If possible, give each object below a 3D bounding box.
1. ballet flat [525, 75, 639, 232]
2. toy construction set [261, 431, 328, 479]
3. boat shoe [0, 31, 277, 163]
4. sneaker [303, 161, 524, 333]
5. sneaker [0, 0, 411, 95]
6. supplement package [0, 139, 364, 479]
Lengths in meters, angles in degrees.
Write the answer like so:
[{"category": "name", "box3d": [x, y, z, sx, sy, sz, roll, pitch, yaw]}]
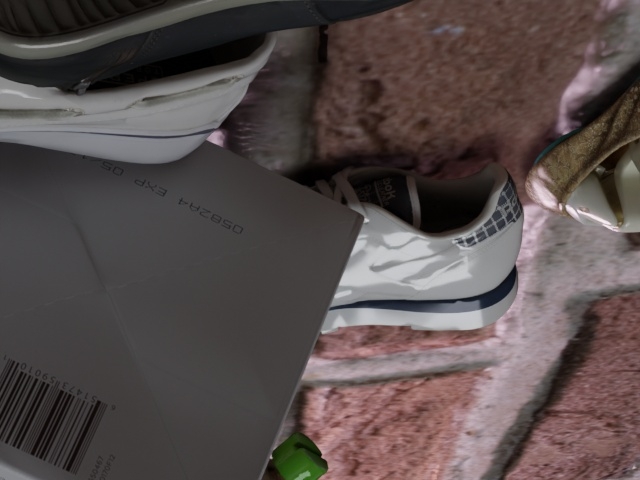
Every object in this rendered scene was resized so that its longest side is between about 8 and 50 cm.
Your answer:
[{"category": "ballet flat", "box3d": [0.175, -0.043, 1.013, 0.073, 0.067, 0.206, -1, 157, -21]}, {"category": "toy construction set", "box3d": [-0.139, 0.151, 1.259, 0.237, 0.257, 0.309, -37, 125, 19]}, {"category": "boat shoe", "box3d": [-0.138, -0.084, 0.768, 0.267, 0.096, 0.088, 6, 150, -35]}, {"category": "sneaker", "box3d": [0.000, 0.000, 1.061, 0.235, 0.090, 0.095, -7, 139, -2]}, {"category": "sneaker", "box3d": [-0.028, -0.113, 0.686, 0.222, 0.083, 0.118, -11, 178, -9]}, {"category": "supplement package", "box3d": [-0.134, 0.079, 0.930, 0.199, 0.198, 0.263, 25, 149, -5]}]
